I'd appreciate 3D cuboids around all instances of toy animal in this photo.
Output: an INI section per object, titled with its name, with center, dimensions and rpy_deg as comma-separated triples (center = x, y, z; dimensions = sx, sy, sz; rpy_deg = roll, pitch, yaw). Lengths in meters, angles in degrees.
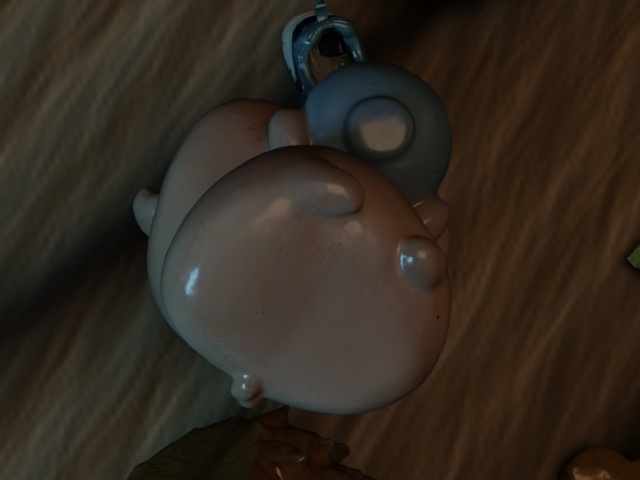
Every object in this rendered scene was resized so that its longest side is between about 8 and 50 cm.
[toy animal]
center = -0.011, 0.018, 0.809
dimensions = 0.210, 0.229, 0.221
rpy_deg = 32, 38, -14

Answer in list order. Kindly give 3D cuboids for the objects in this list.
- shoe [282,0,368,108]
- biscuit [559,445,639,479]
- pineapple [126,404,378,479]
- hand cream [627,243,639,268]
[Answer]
[shoe]
center = 0.014, -0.106, 0.932
dimensions = 0.064, 0.071, 0.143
rpy_deg = -12, 89, -15
[biscuit]
center = 0.259, 0.269, 0.949
dimensions = 0.212, 0.041, 0.238
rpy_deg = 24, 76, -11
[pineapple]
center = 0.019, 0.282, 0.810
dimensions = 0.357, 0.223, 0.223
rpy_deg = 44, 74, -14
[hand cream]
center = 0.335, 0.042, 1.002
dimensions = 0.175, 0.046, 0.095
rpy_deg = 43, 75, 3
